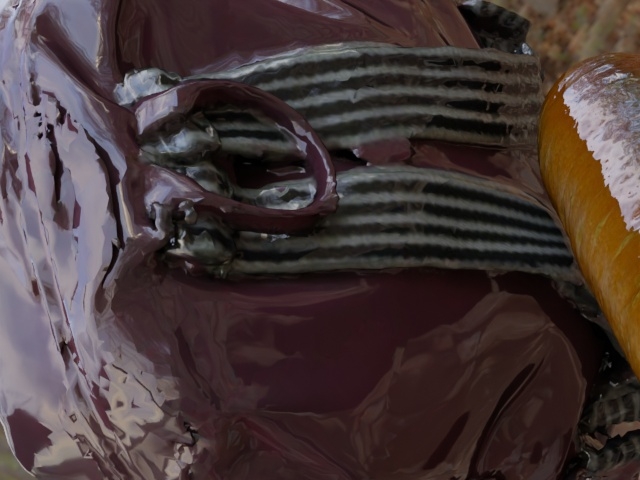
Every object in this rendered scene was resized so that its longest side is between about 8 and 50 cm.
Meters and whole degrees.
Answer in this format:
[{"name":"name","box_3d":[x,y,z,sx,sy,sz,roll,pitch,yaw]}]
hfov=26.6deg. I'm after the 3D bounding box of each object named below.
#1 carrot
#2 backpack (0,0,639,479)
[{"name":"carrot","box_3d":[0.111,-0.003,0.427,0.067,0.067,0.225,-56,15,21]},{"name":"backpack","box_3d":[0.000,0.000,0.536,0.197,0.283,0.317,-22,-20,26]}]
